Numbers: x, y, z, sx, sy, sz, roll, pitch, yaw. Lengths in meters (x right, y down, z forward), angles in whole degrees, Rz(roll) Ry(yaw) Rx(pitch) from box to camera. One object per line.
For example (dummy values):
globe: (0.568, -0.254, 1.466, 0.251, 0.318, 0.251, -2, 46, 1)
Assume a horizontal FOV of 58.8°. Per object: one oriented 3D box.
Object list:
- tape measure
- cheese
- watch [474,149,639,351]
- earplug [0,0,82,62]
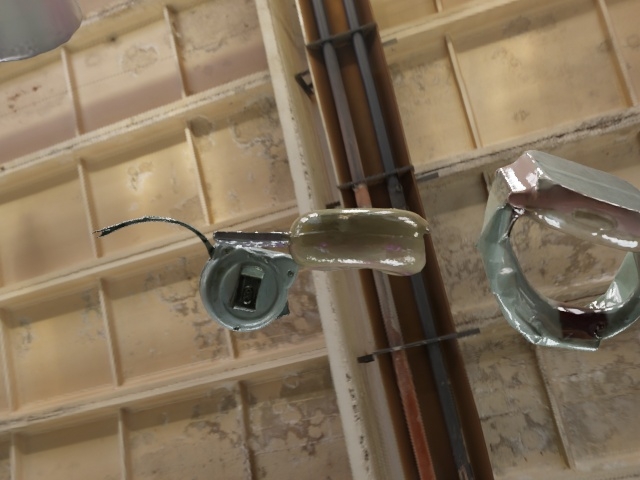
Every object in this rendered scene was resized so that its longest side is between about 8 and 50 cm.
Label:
tape measure: (-0.197, 0.055, 0.907, 0.330, 0.084, 0.164, 11, -96, -22)
cheese: (0.000, 0.000, 0.761, 0.286, 0.163, 0.082, 2, -99, 5)
watch: (0.333, 0.027, 0.787, 0.253, 0.162, 0.241, 18, -61, -2)
earplug: (-0.286, -0.303, 0.405, 0.172, 0.301, 0.172, 5, -135, -5)
